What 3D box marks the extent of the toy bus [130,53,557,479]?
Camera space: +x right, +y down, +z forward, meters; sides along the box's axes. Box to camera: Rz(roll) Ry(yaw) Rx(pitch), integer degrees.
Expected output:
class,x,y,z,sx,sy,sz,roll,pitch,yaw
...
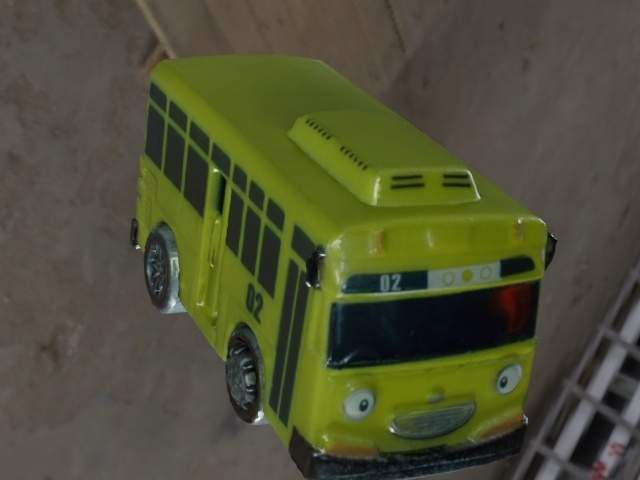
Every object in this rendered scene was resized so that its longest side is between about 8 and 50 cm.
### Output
class,x,y,z,sx,sy,sz,roll,pitch,yaw
toy bus,0.000,0.000,0.662,0.128,0.262,0.150,-4,116,-26
